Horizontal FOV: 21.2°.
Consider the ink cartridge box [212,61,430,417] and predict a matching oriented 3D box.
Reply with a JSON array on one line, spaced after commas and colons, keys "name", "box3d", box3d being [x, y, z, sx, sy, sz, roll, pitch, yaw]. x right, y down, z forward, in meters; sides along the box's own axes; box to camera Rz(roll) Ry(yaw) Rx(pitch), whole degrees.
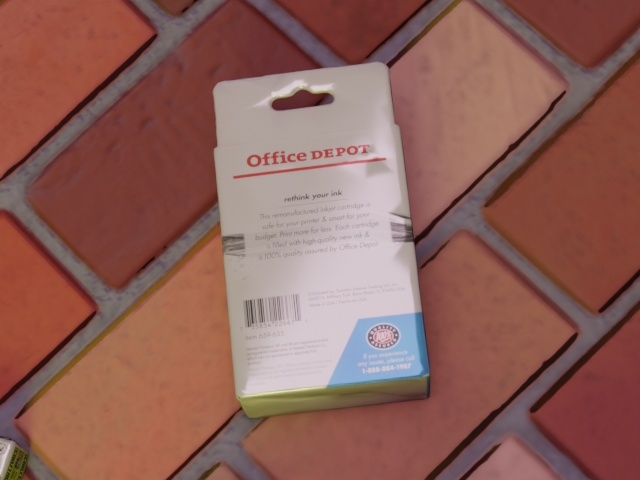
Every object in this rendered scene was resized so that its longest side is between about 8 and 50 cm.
[{"name": "ink cartridge box", "box3d": [0.000, 0.000, 0.939, 0.104, 0.060, 0.180, -6, 72, 4]}]

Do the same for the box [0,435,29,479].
[{"name": "box", "box3d": [-0.276, 0.140, 0.931, 0.207, 0.036, 0.114, 14, 74, 9]}]
